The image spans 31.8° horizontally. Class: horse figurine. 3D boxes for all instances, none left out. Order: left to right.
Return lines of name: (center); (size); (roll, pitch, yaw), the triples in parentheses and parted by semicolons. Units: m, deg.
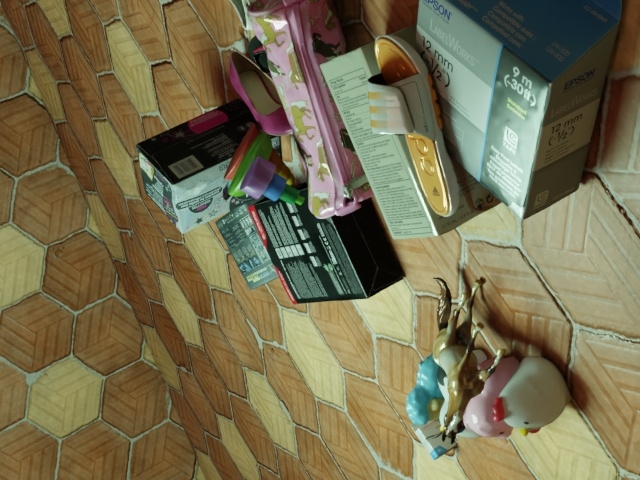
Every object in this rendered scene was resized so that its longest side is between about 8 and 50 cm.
horse figurine: (0.224, 0.174, 1.792); (0.263, 0.066, 0.174); (-103, 27, -53)

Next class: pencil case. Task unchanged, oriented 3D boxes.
pencil case: (0.001, -0.234, 1.841); (0.167, 0.160, 0.386); (5, 119, 48)

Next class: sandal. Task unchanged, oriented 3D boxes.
sandal: (-0.091, -0.334, 2.074); (0.179, 0.040, 0.067); (34, 145, 49)
sandal: (0.116, -0.146, 1.518); (0.102, 0.076, 0.265); (6, 118, 64)

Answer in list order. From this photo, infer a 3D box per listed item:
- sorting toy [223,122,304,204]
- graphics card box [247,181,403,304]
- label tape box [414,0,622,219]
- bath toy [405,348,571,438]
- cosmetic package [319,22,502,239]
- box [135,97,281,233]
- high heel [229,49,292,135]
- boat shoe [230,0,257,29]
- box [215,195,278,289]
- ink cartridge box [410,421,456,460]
sorting toy: (-0.087, -0.116, 2.024); (0.126, 0.127, 0.365); (29, -173, -13)
graphics card box: (0.000, 0.000, 2.174); (0.233, 0.094, 0.371); (65, 158, -5)
label tape box: (0.233, -0.235, 1.412); (0.249, 0.115, 0.348); (47, 154, 34)
bath toy: (0.269, 0.263, 1.850); (0.348, 0.129, 0.151); (-11, 104, 65)
cosmetic package: (0.134, -0.161, 1.678); (0.153, 0.129, 0.296); (-1, 115, 66)
box: (-0.220, -0.150, 2.278); (0.163, 0.247, 0.142); (45, 153, 37)
high heel: (-0.104, -0.280, 2.110); (0.117, 0.082, 0.244); (65, 173, -33)
boat shoe: (-0.166, -0.494, 1.989); (0.277, 0.096, 0.098); (58, 157, 13)
box: (-0.142, 0.005, 2.518); (0.183, 0.059, 0.232); (63, 156, 1)
ink cartridge box: (0.218, 0.376, 2.174); (0.083, 0.048, 0.028); (54, 155, 19)
